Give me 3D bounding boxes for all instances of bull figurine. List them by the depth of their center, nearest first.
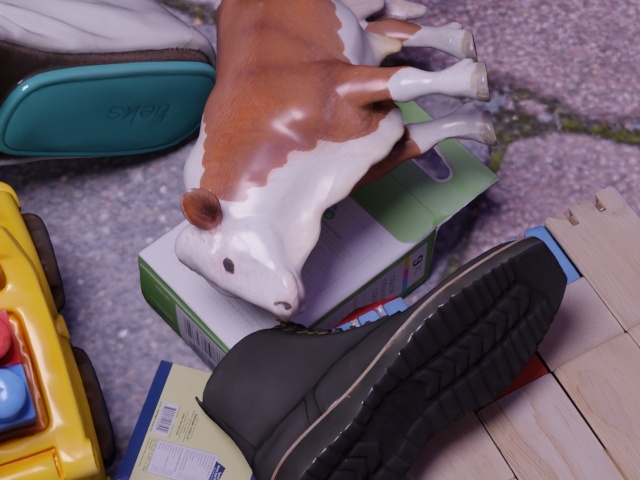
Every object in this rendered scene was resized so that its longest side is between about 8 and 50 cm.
[{"bbox_3d":[0.005,-0.088,0.951,0.188,0.101,0.310,-11,42,6],"label":"bull figurine"}]

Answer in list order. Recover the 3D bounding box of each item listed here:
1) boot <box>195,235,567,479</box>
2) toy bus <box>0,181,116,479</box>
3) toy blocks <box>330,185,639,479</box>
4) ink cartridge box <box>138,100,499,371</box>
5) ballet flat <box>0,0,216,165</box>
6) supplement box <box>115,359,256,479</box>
[{"bbox_3d":[0.024,0.053,0.862,0.198,0.077,0.137,-41,35,-9],"label":"boot"},{"bbox_3d":[-0.203,0.058,0.868,0.149,0.211,0.220,-16,77,-13],"label":"toy bus"},{"bbox_3d":[0.186,0.088,0.906,0.381,0.191,0.261,-27,50,-5],"label":"toy blocks"},{"bbox_3d":[0.000,0.000,1.005,0.209,0.062,0.109,-37,65,-21],"label":"ink cartridge box"},{"bbox_3d":[-0.227,-0.108,0.941,0.139,0.139,0.400,47,30,23],"label":"ballet flat"},{"bbox_3d":[-0.066,0.127,0.932,0.083,0.056,0.083,14,60,8],"label":"supplement box"}]
